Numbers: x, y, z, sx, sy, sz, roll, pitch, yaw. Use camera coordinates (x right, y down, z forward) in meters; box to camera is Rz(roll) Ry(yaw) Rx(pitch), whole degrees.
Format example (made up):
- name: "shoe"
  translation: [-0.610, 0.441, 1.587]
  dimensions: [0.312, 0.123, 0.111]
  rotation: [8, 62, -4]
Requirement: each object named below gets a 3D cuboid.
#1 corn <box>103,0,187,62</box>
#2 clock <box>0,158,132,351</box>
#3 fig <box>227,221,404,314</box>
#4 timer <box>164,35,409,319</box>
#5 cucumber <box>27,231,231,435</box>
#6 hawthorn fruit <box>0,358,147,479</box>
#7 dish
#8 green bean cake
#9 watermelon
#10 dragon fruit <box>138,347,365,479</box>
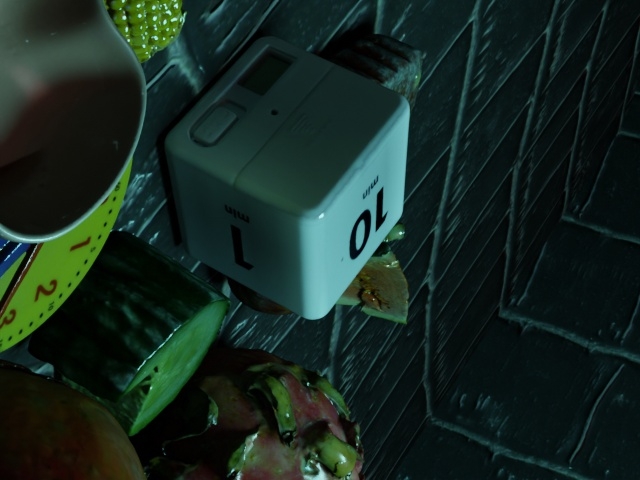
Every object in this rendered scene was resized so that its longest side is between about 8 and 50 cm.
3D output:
- name: "corn"
  translation: [-0.150, -0.245, 0.876]
  dimensions: [0.091, 0.091, 0.260]
  rotation: [-80, 176, -46]
- name: "clock"
  translation: [-0.246, -0.021, 0.955]
  dimensions: [0.293, 0.071, 0.277]
  rotation: [-37, 148, -52]
- name: "fig"
  translation: [-0.016, -0.006, 1.449]
  dimensions: [0.231, 0.143, 0.160]
  rotation: [-36, 152, -35]
- name: "timer"
  translation: [-0.032, -0.067, 1.262]
  dimensions: [0.192, 0.194, 0.195]
  rotation: [-52, 157, -29]
- name: "cucumber"
  translation: [-0.191, 0.094, 1.194]
  dimensions: [0.191, 0.130, 0.191]
  rotation: [-48, 162, -22]
- name: "hawthorn fruit"
  translation: [-0.264, 0.246, 0.917]
  dimensions: [0.316, 0.316, 0.316]
  rotation: [-51, 158, -30]
- name: "dish"
  translation: [-0.226, -0.104, 0.795]
  dimensions: [0.213, 0.090, 0.213]
  rotation: [4, 85, -52]
- name: "green bean cake"
  translation: [0.038, -0.139, 1.497]
  dimensions: [0.198, 0.097, 0.232]
  rotation: [-44, 154, -46]
- name: "watermelon"
  translation: [0.034, 0.035, 1.692]
  dimensions: [0.128, 0.159, 0.303]
  rotation: [-29, 158, -5]
- name: "dragon fruit"
  translation: [-0.068, 0.272, 1.485]
  dimensions: [0.250, 0.291, 0.269]
  rotation: [-55, 159, -4]
